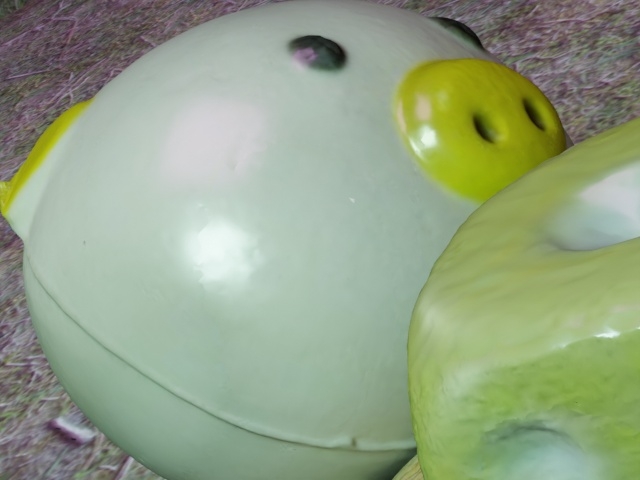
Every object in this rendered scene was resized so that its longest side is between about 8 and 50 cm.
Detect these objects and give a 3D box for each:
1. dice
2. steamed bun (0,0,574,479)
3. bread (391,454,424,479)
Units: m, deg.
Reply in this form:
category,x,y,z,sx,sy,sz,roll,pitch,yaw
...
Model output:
category,x,y,z,sx,sy,sz,roll,pitch,yaw
dice,0.192,0.076,0.924,0.227,0.233,0.238,-15,21,31
steamed bun,-0.003,0.005,1.205,0.334,0.334,0.374,-10,3,38
bread,0.015,0.187,1.033,0.251,0.039,0.182,-43,4,36
